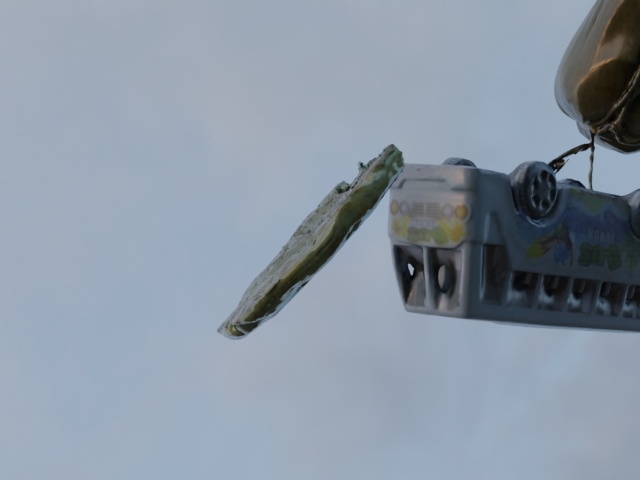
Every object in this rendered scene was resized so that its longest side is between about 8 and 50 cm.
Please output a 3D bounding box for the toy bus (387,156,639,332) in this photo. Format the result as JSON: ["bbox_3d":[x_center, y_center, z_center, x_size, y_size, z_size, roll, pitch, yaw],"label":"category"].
[{"bbox_3d":[0.195,0.007,1.160,0.329,0.109,0.136,7,-90,-42],"label":"toy bus"}]

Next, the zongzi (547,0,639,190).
[{"bbox_3d":[0.316,-0.276,1.384,0.447,0.181,0.418,-33,-76,5],"label":"zongzi"}]

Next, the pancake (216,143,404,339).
[{"bbox_3d":[-0.005,0.004,0.627,0.022,0.129,0.116,41,-91,0],"label":"pancake"}]
